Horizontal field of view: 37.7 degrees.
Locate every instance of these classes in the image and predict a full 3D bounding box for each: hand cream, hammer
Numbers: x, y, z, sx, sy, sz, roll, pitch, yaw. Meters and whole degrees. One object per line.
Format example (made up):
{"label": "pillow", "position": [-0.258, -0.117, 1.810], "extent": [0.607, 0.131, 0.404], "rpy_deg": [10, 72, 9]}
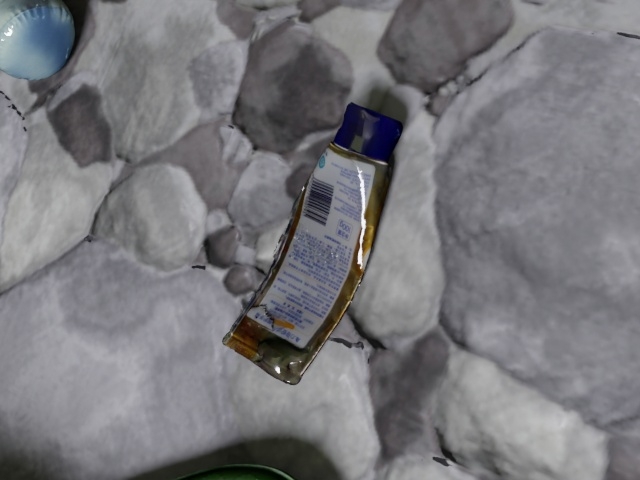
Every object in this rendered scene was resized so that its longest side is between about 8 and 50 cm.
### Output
{"label": "hand cream", "position": [0.000, 0.000, 0.544], "extent": [0.062, 0.039, 0.163], "rpy_deg": [27, 94, 29]}
{"label": "hammer", "position": [-0.269, -0.124, 0.703], "extent": [0.194, 0.069, 0.116], "rpy_deg": [-48, 61, 13]}

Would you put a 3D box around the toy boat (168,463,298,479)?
{"label": "toy boat", "position": [-0.084, 0.186, 0.519], "extent": [0.210, 0.052, 0.104], "rpy_deg": [-22, 64, 22]}
